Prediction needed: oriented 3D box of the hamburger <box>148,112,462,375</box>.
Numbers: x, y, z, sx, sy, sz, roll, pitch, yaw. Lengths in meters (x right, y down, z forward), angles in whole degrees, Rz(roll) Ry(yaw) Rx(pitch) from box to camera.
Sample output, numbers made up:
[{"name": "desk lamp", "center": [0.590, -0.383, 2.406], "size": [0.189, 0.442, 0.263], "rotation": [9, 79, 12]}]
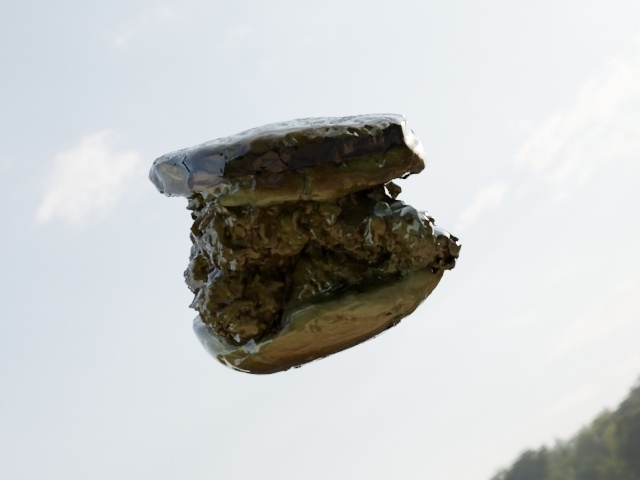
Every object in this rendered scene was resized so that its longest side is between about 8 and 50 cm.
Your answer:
[{"name": "hamburger", "center": [0.000, 0.000, 0.580], "size": [0.159, 0.131, 0.185], "rotation": [-17, 8, -33]}]
